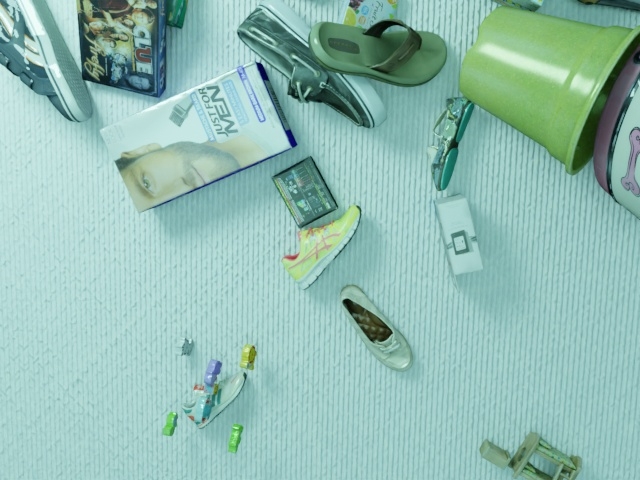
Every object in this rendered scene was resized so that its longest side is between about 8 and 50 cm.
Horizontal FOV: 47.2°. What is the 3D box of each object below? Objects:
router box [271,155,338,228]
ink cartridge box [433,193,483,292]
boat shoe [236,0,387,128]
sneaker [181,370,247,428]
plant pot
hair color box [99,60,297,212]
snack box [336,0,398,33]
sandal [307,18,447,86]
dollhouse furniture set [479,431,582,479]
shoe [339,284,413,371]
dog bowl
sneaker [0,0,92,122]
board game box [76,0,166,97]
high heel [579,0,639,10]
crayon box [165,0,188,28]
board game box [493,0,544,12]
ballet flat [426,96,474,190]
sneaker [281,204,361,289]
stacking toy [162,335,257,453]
[{"bbox_3d":[-0.031,-0.098,1.495,0.092,0.038,0.122,-27,95,7],"label":"router box"},{"bbox_3d":[0.276,0.003,1.453,0.060,0.104,0.180,-14,98,5],"label":"ink cartridge box"},{"bbox_3d":[-0.022,-0.318,1.413,0.335,0.121,0.119,43,78,8],"label":"boat shoe"},{"bbox_3d":[-0.230,0.327,1.565,0.075,0.057,0.161,43,102,-8],"label":"sneaker"},{"bbox_3d":[0.402,-0.294,1.320,0.254,0.276,0.276,30,101,23],"label":"plant pot"},{"bbox_3d":[-0.239,-0.204,1.462,0.339,0.110,0.185,-23,97,9],"label":"hair color box"},{"bbox_3d":[0.085,-0.424,1.419,0.100,0.037,0.141,12,101,-25],"label":"snack box"},{"bbox_3d":[0.121,-0.355,1.349,0.303,0.086,0.120,-5,70,-33],"label":"sandal"},{"bbox_3d":[0.436,0.459,1.480,0.182,0.161,0.101,29,100,-1],"label":"dollhouse furniture set"},{"bbox_3d":[0.112,0.189,1.516,0.077,0.058,0.219,-39,94,9],"label":"shoe"},{"bbox_3d":[0.636,-0.210,1.270,0.150,0.408,0.407,37,103,40],"label":"dog bowl"},{"bbox_3d":[-0.569,-0.362,1.456,0.128,0.126,0.321,-26,85,4],"label":"sneaker"},{"bbox_3d":[-0.381,-0.404,1.411,0.165,0.042,0.243,14,133,3],"label":"board game box"},{"bbox_3d":[0.563,-0.561,1.346,0.186,0.093,0.261,9,108,-3],"label":"high heel"},{"bbox_3d":[-0.327,-0.572,1.424,0.166,0.081,0.278,14,100,2],"label":"crayon box"},{"bbox_3d":[0.395,-0.573,1.336,0.144,0.142,0.275,26,100,0],"label":"board game box"},{"bbox_3d":[0.247,-0.193,1.454,0.070,0.070,0.188,19,98,2],"label":"ballet flat"},{"bbox_3d":[0.000,0.000,1.486,0.094,0.081,0.208,41,100,0],"label":"sneaker"},{"bbox_3d":[-0.233,0.313,1.520,0.167,0.052,0.221,8,81,17],"label":"stacking toy"}]
